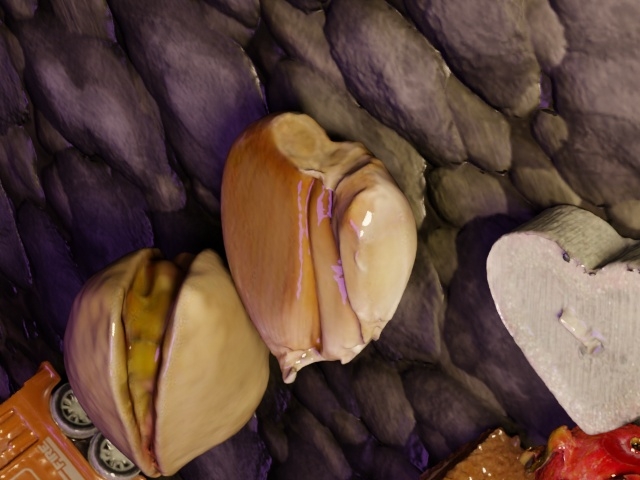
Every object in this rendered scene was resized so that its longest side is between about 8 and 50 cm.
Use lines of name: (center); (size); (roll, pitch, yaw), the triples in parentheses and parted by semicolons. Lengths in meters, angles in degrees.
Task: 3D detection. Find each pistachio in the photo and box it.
pistachio: (-0.147, 0.109, 1.445); (0.193, 0.214, 0.318); (4, 163, 4)

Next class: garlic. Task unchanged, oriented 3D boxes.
garlic: (0.000, 0.000, 1.302); (0.217, 0.110, 0.228); (42, 136, 35)

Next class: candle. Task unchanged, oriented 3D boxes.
candle: (0.214, 0.066, 1.139); (0.192, 0.068, 0.168); (24, 132, 37)

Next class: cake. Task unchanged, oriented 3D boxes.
cake: (0.131, 0.259, 1.346); (0.135, 0.134, 0.147); (51, 154, 4)

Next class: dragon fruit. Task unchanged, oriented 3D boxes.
dragon fruit: (0.223, 0.172, 1.191); (0.126, 0.112, 0.068); (-132, 39, -58)

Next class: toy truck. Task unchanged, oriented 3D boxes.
toy truck: (-0.275, 0.355, 1.812); (0.387, 0.207, 0.173); (49, 144, 7)
